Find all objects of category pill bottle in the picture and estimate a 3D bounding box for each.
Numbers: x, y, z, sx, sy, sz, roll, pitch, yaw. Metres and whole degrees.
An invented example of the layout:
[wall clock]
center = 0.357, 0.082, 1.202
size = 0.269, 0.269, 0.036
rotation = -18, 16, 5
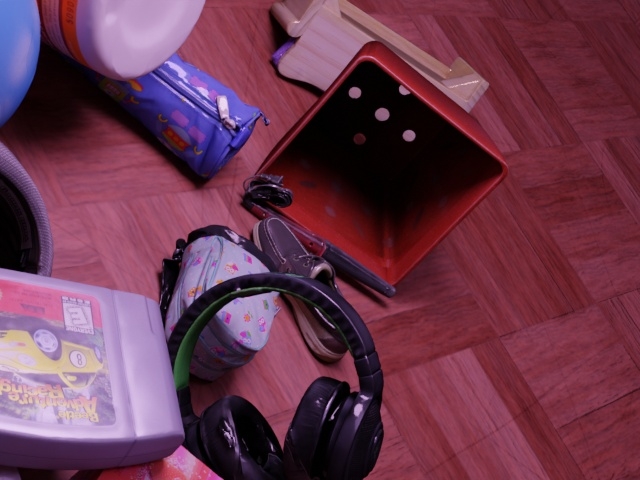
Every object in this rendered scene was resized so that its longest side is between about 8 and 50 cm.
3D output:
[pill bottle]
center = -0.345, -0.372, 1.451
size = 0.392, 0.224, 0.224
rotation = 29, 31, 20

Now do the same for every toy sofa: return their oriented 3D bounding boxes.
[toy sofa]
center = 0.086, -0.300, 2.012
size = 0.362, 0.177, 0.150
rotation = 29, 16, -24

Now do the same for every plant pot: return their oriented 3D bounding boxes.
[plant pot]
center = 0.090, -0.141, 1.768
size = 0.267, 0.267, 0.236
rotation = 37, 26, -14

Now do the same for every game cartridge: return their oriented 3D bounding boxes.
[game cartridge]
center = -0.268, 0.116, 1.096
size = 0.294, 0.060, 0.196
rotation = 12, 45, -32

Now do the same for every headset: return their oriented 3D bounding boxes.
[headset]
center = -0.047, 0.231, 1.284
size = 0.185, 0.243, 0.394
rotation = -11, 88, -75

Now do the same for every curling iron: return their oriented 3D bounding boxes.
[curling iron]
center = 0.000, 0.000, 1.694
size = 0.274, 0.068, 0.035
rotation = 40, 40, -15

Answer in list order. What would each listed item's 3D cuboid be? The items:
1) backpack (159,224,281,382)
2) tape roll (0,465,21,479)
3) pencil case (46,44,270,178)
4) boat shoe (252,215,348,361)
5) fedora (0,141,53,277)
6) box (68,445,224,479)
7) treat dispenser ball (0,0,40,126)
[backpack]
center = -0.122, 0.078, 1.453
size = 0.152, 0.115, 0.182
rotation = 36, 40, -19
[tape roll]
center = -0.370, 0.243, 1.029
size = 0.219, 0.072, 0.219
rotation = 11, 61, -21
[pencil case]
center = -0.220, -0.214, 1.611
size = 0.306, 0.133, 0.119
rotation = 40, 70, -10
[boat shoe]
center = -0.013, 0.054, 1.618
size = 0.080, 0.073, 0.224
rotation = -8, 63, -49
[fedora]
center = -0.408, 0.000, 1.190
size = 0.275, 0.124, 0.244
rotation = 9, 81, -41
[box]
center = -0.211, 0.328, 1.100
size = 0.142, 0.154, 0.300
rotation = 41, 35, -9
[treat dispenser ball]
center = -0.442, -0.223, 1.257
size = 0.288, 0.288, 0.288
rotation = 27, 41, -26
